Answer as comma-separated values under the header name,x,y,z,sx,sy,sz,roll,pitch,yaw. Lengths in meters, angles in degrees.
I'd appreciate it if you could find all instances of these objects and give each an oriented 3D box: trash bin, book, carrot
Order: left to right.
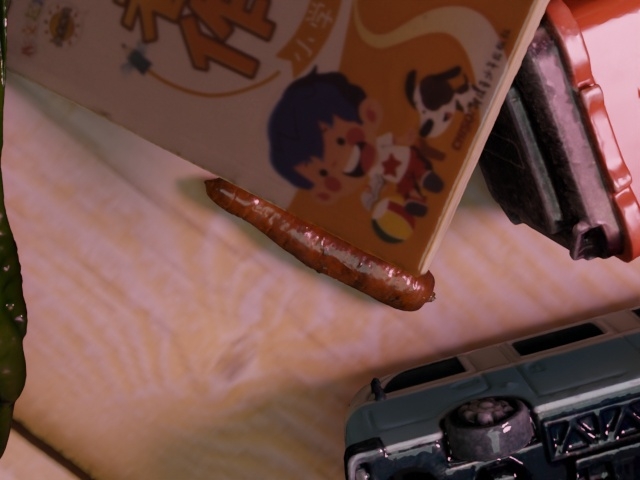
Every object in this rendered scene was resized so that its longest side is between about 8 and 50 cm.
name,x,y,z,sx,sy,sz,roll,pitch,yaw
book,-0.030,-0.135,0.914,0.295,0.020,0.208,27,103,18
carrot,-0.001,0.002,1.030,0.165,0.036,0.036,25,101,-13
trash bin,0.200,-0.119,0.968,0.238,0.161,0.184,-27,109,-8

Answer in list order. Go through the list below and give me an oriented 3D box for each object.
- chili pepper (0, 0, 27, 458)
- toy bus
name,x,y,z,sx,sy,sz,roll,pitch,yaw
chili pepper,-0.216,-0.020,0.970,0.085,0.076,0.359,0,105,-1
toy bus,0.146,0.127,1.020,0.271,0.165,0.133,-15,107,-4
